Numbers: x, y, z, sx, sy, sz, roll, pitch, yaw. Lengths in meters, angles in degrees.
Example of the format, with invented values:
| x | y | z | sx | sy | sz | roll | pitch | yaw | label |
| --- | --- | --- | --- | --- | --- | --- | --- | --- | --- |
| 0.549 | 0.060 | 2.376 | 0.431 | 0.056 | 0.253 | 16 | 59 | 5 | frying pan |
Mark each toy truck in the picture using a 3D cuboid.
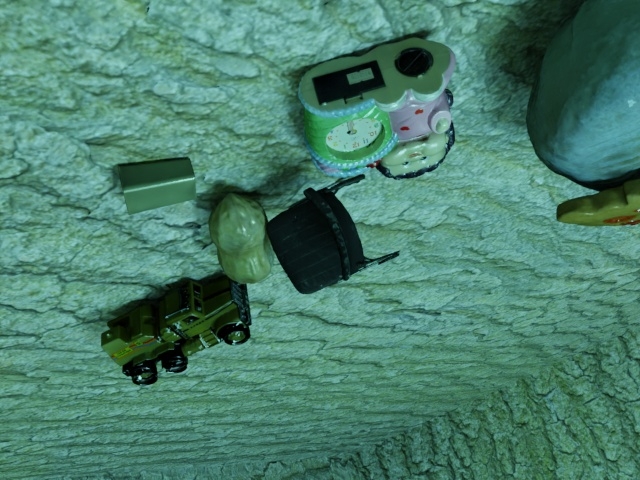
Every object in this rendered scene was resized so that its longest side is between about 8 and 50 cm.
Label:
| x | y | z | sx | sy | sz | roll | pitch | yaw | label |
| --- | --- | --- | --- | --- | --- | --- | --- | --- | --- |
| -0.248 | 0.142 | 1.159 | 0.257 | 0.127 | 0.127 | -22 | 138 | 8 | toy truck |

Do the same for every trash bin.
| x | y | z | sx | sy | sz | roll | pitch | yaw | label |
| --- | --- | --- | --- | --- | --- | --- | --- | --- | --- |
| -0.210 | -0.072 | 0.860 | 0.092 | 0.043 | 0.061 | -11 | 152 | -14 | trash bin |

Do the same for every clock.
| x | y | z | sx | sy | sz | roll | pitch | yaw | label |
| --- | --- | --- | --- | --- | --- | --- | --- | --- | --- |
| 0.075 | -0.145 | 0.829 | 0.194 | 0.100 | 0.195 | -14 | 151 | 5 | clock |

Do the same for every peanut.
| x | y | z | sx | sy | sz | roll | pitch | yaw | label |
| --- | --- | --- | --- | --- | --- | --- | --- | --- | --- |
| -0.117 | 0.002 | 0.991 | 0.090 | 0.099 | 0.214 | -4 | 150 | 2 | peanut |

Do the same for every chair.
| x | y | z | sx | sy | sz | roll | pitch | yaw | label |
| --- | --- | --- | --- | --- | --- | --- | --- | --- | --- |
| 0.000 | 0.000 | 0.908 | 0.145 | 0.140 | 0.221 | -26 | 179 | 20 | chair |

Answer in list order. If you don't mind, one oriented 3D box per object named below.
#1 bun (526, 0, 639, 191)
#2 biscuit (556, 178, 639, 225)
| x | y | z | sx | sy | sz | roll | pitch | yaw | label |
| --- | --- | --- | --- | --- | --- | --- | --- | --- | --- |
| 0.416 | -0.194 | 0.793 | 0.361 | 0.211 | 0.362 | -11 | 156 | -5 | bun |
| 0.420 | -0.045 | 0.851 | 0.212 | 0.041 | 0.238 | -15 | 168 | 24 | biscuit |
